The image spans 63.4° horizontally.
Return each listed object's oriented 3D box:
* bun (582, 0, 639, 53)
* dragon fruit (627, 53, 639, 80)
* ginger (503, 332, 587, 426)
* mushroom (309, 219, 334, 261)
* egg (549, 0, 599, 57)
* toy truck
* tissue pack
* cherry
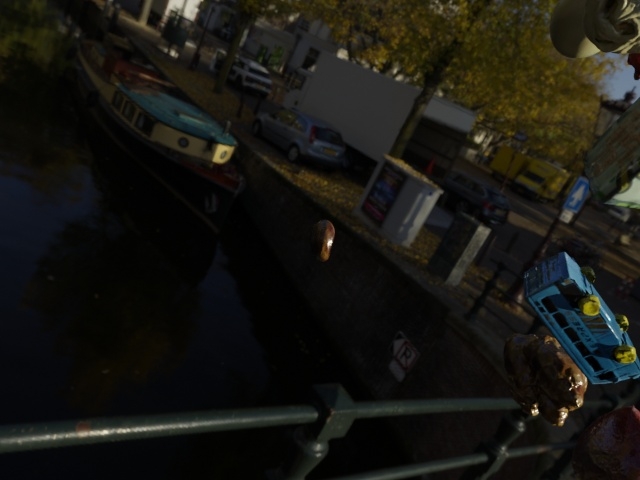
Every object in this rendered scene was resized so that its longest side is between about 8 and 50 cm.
[{"bbox_3d":[0.704,-0.509,1.162,0.231,0.231,0.133,28,61,6],"label":"bun"},{"bbox_3d":[0.884,-0.484,1.404,0.153,0.111,0.153,12,47,-14],"label":"dragon fruit"},{"bbox_3d":[0.728,0.449,1.699,0.153,0.274,0.357,15,-7,-17],"label":"ginger"},{"bbox_3d":[0.000,0.000,1.397,0.052,0.123,0.123,5,25,-18],"label":"mushroom"},{"bbox_3d":[0.856,-0.713,1.647,0.219,0.269,0.219,7,54,-9],"label":"egg"},{"bbox_3d":[0.717,0.218,1.411,0.385,0.162,0.161,48,34,-14],"label":"toy truck"},{"bbox_3d":[0.618,-0.177,0.825,0.228,0.310,0.127,7,56,-12],"label":"tissue pack"},{"bbox_3d":[0.787,0.566,1.334,0.206,0.239,0.239,49,17,-7],"label":"cherry"}]
